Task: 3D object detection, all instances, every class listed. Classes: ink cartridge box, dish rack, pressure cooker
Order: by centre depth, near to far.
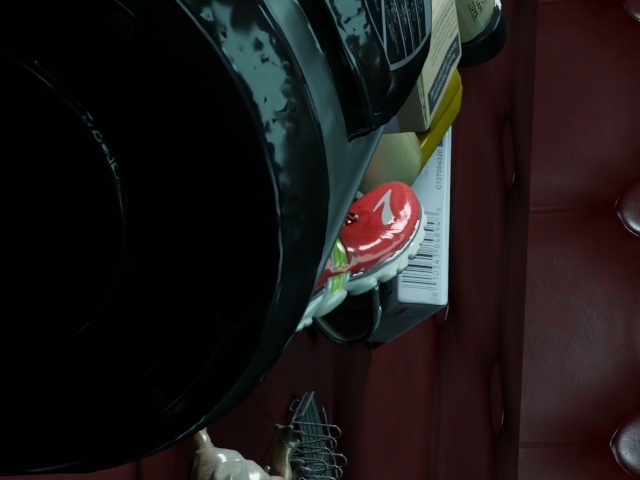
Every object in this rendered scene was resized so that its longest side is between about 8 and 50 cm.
[{"bbox_3d":[-0.136,-0.124,1.002,0.420,0.375,0.370,-66,180,-58],"label":"pressure cooker"},{"bbox_3d":[0.004,-0.171,1.716,0.193,0.234,0.088,-62,146,-58],"label":"ink cartridge box"},{"bbox_3d":[-0.006,0.298,1.917,0.271,0.074,0.208,-62,148,-61],"label":"dish rack"},{"bbox_3d":[0.084,-0.048,2.197,0.330,0.071,0.324,138,-44,-71],"label":"ink cartridge box"}]

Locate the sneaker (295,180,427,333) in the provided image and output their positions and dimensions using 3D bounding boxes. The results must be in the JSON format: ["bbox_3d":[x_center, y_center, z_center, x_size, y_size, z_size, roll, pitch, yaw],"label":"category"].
[{"bbox_3d":[0.000,0.000,1.770,0.279,0.107,0.118,-35,119,-36],"label":"sneaker"}]

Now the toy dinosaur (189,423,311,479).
[{"bbox_3d":[-0.095,0.254,1.542,0.296,0.127,0.200,86,18,-57],"label":"toy dinosaur"}]

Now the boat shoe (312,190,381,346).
[{"bbox_3d":[0.015,0.027,1.955,0.302,0.114,0.091,55,30,-61],"label":"boat shoe"}]

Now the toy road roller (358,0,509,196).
[{"bbox_3d":[0.039,-0.223,1.958,0.329,0.240,0.202,-60,153,-14],"label":"toy road roller"}]
